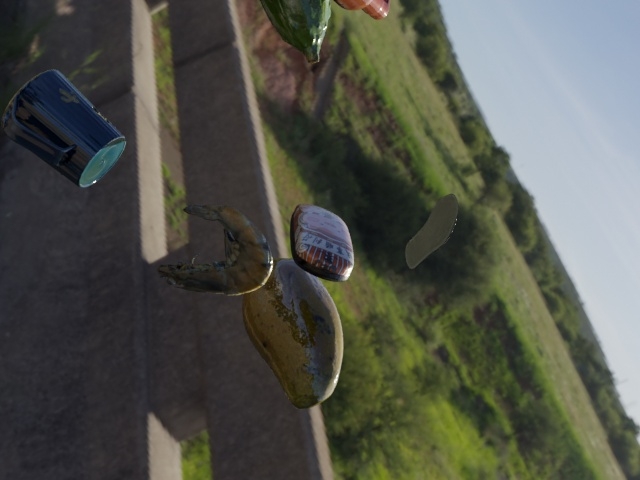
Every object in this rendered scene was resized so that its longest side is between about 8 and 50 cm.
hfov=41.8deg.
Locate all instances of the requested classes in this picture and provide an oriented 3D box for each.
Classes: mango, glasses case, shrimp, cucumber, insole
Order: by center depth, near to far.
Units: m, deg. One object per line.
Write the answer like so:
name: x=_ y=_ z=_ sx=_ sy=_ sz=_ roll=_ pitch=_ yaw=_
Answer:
insole: x=0.136 y=-0.009 z=1.034 sx=0.153 sy=0.002 sz=0.053 roll=126 pitch=-42 yaw=-58
cucumber: x=-0.043 y=-0.396 z=1.312 sx=0.134 sy=0.134 sz=0.245 roll=-37 pitch=112 yaw=-79
shrimp: x=-0.175 y=0.015 z=1.329 sx=0.051 sy=0.217 sz=0.150 roll=-39 pitch=121 yaw=-60
glasses case: x=0.000 y=0.000 z=1.471 sx=0.103 sy=0.067 sz=0.267 roll=19 pitch=18 yaw=-11
mango: x=-0.052 y=0.176 z=1.706 sx=0.175 sy=0.177 sz=0.330 roll=9 pitch=35 yaw=-34

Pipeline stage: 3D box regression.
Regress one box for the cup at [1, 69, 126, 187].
cup: x=-0.409 y=-0.167 z=1.317 sx=0.155 sy=0.131 sz=0.176 roll=40 pitch=24 yaw=2

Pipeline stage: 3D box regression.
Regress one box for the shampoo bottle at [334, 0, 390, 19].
shampoo bottle: x=0.036 y=-0.392 z=1.227 sx=0.244 sy=0.085 sz=0.086 roll=20 pitch=43 yaw=-58
